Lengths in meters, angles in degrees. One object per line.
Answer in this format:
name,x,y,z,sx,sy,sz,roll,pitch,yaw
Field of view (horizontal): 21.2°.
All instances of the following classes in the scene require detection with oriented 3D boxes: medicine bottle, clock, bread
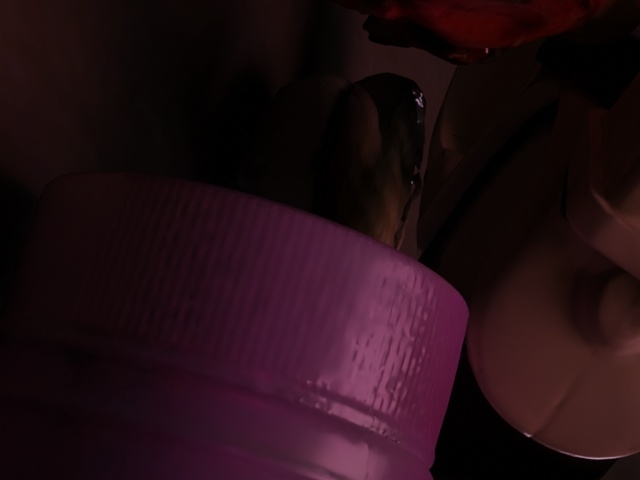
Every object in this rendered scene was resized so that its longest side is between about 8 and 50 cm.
medicine bottle,-0.055,0.120,0.530,0.152,0.152,0.254,62,42,-71
clock,0.121,-0.047,0.724,0.276,0.120,0.379,-54,-169,30
bread,0.000,0.000,0.832,0.232,0.064,0.172,-30,129,-72

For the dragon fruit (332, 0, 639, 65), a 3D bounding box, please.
dragon fruit,0.057,-0.208,0.539,0.231,0.237,0.302,155,-62,-80
